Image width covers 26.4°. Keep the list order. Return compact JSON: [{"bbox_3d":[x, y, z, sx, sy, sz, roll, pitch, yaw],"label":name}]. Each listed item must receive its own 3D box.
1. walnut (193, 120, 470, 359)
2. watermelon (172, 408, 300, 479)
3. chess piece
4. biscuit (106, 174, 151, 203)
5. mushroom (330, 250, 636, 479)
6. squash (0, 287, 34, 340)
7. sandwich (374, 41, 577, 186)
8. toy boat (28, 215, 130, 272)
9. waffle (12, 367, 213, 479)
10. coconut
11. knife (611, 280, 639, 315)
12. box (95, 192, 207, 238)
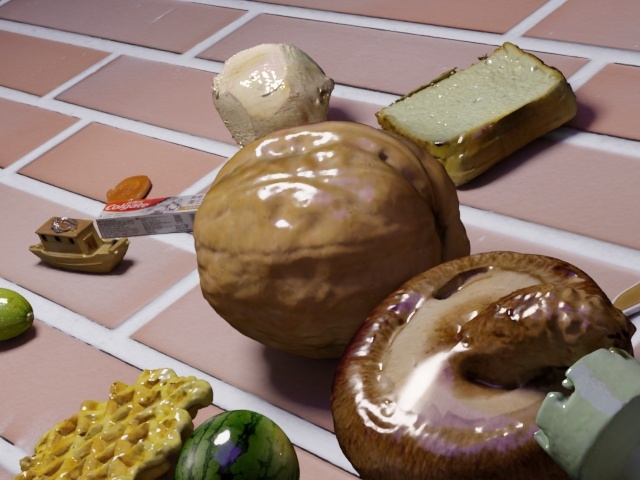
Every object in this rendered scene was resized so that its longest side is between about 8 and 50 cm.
[{"bbox_3d":[0.001,0.003,1.701,0.343,0.306,0.306,-1,35,28],"label":"walnut"},{"bbox_3d":[-0.096,0.272,1.465,0.140,0.141,0.187,-5,44,24],"label":"watermelon"},{"bbox_3d":[0.322,0.225,1.166,0.194,0.195,0.299,-31,51,-19],"label":"chess piece"},{"bbox_3d":[-0.324,-0.079,2.284,0.078,0.015,0.091,-6,33,26],"label":"biscuit"},{"bbox_3d":[0.173,0.156,1.445,0.345,0.239,0.345,-10,11,2],"label":"mushroom"},{"bbox_3d":[-0.505,0.110,2.021,0.188,0.095,0.095,-5,33,18],"label":"squash"},{"bbox_3d":[0.241,-0.191,2.062,0.251,0.087,0.226,-31,30,-13],"label":"sandwich"},{"bbox_3d":[-0.375,0.004,2.118,0.200,0.077,0.057,7,38,38],"label":"toy boat"},{"bbox_3d":[-0.267,0.261,1.589,0.307,0.060,0.312,-16,25,46],"label":"waffle"},{"bbox_3d":[-0.068,-0.232,2.226,0.194,0.194,0.194,-15,31,9],"label":"coconut"},{"bbox_3d":[0.445,0.031,1.649,0.256,0.022,0.046,-28,35,-14],"label":"knife"},{"bbox_3d":[-0.250,-0.040,2.153,0.218,0.040,0.055,-4,35,26],"label":"box"}]
